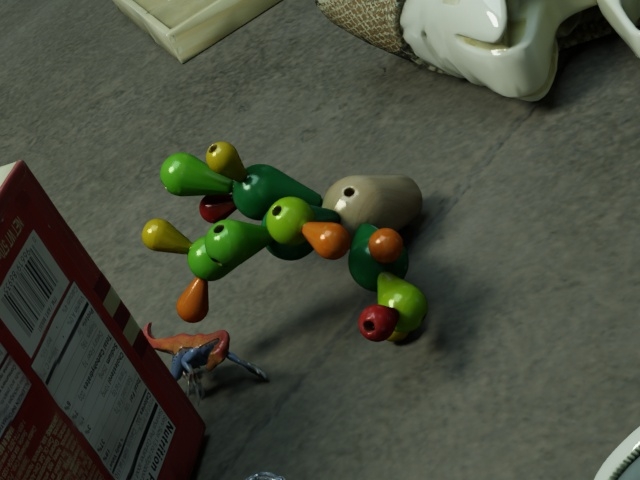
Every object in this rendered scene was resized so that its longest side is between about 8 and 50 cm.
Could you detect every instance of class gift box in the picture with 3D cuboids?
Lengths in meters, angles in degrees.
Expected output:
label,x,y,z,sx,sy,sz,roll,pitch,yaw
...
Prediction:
label,x,y,z,sx,sy,sz,roll,pitch,yaw
gift box,-0.251,0.109,0.731,0.258,0.276,0.255,-17,27,23

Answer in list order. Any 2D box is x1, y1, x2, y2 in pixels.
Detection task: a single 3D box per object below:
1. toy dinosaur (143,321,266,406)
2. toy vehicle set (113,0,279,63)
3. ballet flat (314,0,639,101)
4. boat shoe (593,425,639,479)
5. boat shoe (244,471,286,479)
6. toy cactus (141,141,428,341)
label,x,y,z,sx,sy,sz,roll,pitch,yaw
toy dinosaur,-0.082,0.072,0.833,0.047,0.090,0.082,-42,-13,-39
toy vehicle set,-0.127,-0.282,1.437,0.166,0.035,0.267,-34,30,-7
ballet flat,0.204,-0.193,0.932,0.483,0.164,0.182,-13,54,23
boat shoe,0.253,0.097,0.472,0.320,0.116,0.099,-12,30,19
boat shoe,-0.047,0.196,0.604,0.065,0.083,0.183,-7,37,33
toy cactus,0.000,0.000,0.844,0.219,0.112,0.181,20,25,38
